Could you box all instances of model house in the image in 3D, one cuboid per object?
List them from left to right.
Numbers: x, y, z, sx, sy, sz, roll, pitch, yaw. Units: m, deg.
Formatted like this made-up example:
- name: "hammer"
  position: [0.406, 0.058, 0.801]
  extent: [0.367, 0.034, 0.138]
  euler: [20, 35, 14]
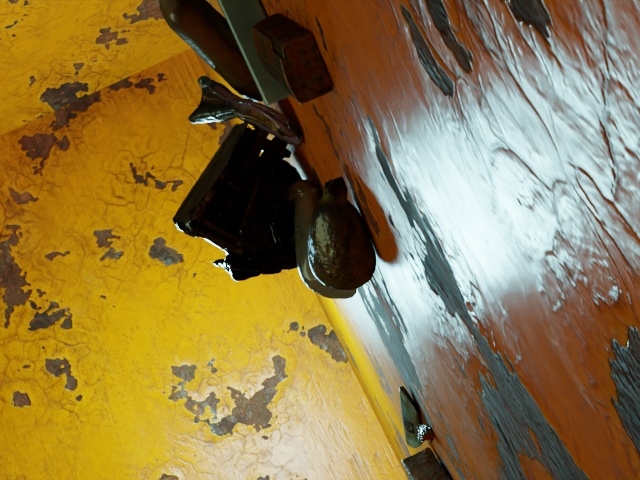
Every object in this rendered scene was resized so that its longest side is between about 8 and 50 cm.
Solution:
- name: "model house"
  position: [-0.094, -0.055, 2.263]
  extent: [0.282, 0.297, 0.317]
  euler: [37, 173, -13]

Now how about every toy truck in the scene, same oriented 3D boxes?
- name: "toy truck"
  position: [0.194, 0.359, 2.208]
  extent: [0.083, 0.024, 0.032]
  euler: [122, 145, -83]

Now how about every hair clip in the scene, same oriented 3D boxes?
- name: "hair clip"
  position: [-0.125, -0.220, 2.104]
  extent: [0.358, 0.095, 0.110]
  euler: [21, 130, 53]

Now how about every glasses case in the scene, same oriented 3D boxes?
- name: "glasses case"
  position: [-0.113, -0.330, 1.740]
  extent: [0.105, 0.056, 0.266]
  euler: [-141, 26, -79]
- name: "glasses case"
  position: [-0.041, -0.226, 1.464]
  extent: [0.075, 0.049, 0.218]
  euler: [66, 176, -20]

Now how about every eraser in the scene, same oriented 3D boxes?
- name: "eraser"
  position: [0.261, 0.584, 2.346]
  extent: [0.144, 0.078, 0.343]
  euler: [-125, 11, -65]

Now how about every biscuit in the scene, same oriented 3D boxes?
- name: "biscuit"
  position: [-0.214, -0.388, 2.161]
  extent: [0.290, 0.062, 0.237]
  euler: [41, -166, -49]

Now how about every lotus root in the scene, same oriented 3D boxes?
- name: "lotus root"
  position: [0.024, -0.007, 1.718]
  extent: [0.108, 0.094, 0.191]
  euler: [21, 145, 29]

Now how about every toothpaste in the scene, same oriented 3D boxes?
- name: "toothpaste"
  position: [0.180, 0.357, 2.328]
  extent: [0.060, 0.038, 0.233]
  euler: [58, 170, 31]

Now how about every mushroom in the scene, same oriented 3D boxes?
- name: "mushroom"
  position: [0.000, 0.000, 2.137]
  extent: [0.116, 0.093, 0.225]
  euler: [-46, 56, 54]
